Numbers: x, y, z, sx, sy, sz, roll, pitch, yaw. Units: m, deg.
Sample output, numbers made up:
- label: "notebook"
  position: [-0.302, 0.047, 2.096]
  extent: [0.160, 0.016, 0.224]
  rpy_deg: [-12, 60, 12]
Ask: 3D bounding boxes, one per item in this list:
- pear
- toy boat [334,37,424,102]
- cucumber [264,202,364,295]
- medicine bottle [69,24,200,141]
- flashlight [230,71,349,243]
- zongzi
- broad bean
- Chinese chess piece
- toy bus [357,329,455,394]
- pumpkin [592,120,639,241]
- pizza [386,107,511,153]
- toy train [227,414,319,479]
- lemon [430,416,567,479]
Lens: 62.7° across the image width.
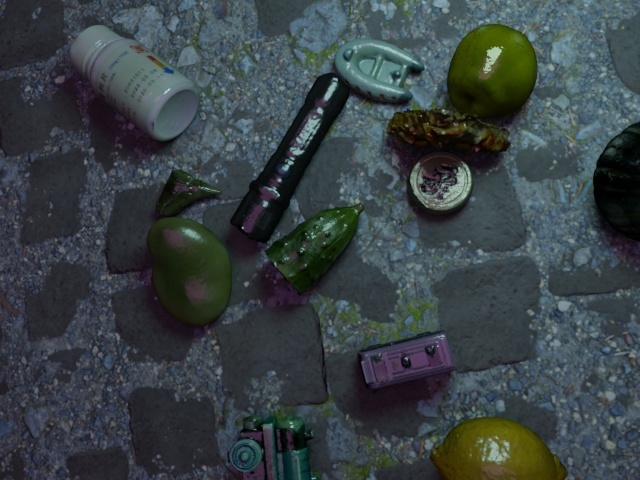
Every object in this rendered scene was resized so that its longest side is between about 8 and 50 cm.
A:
- label: "pear"
  position: [0.366, -0.357, 1.114]
  extent: [0.198, 0.198, 0.198]
  rpy_deg: [-1, 83, 9]
- label: "toy boat"
  position: [0.130, -0.400, 1.214]
  extent: [0.208, 0.079, 0.134]
  rpy_deg: [24, 90, 10]
- label: "cucumber"
  position: [-0.001, -0.001, 1.164]
  extent: [0.244, 0.134, 0.134]
  rpy_deg: [-39, 78, 0]
- label: "medicine bottle"
  position: [-0.446, -0.382, 1.258]
  extent: [0.293, 0.170, 0.170]
  rpy_deg: [39, 90, 11]
- label: "flashlight"
  position: [-0.063, -0.190, 1.211]
  extent: [0.103, 0.103, 0.423]
  rpy_deg: [30, 88, 12]
- label: "zongzi"
  position: [-0.326, -0.080, 1.263]
  extent: [0.131, 0.062, 0.154]
  rpy_deg: [27, 94, 0]
- label: "broad bean"
  position: [-0.299, 0.068, 1.217]
  extent: [0.189, 0.121, 0.262]
  rpy_deg: [-14, 96, 2]
- label: "Chinese chess piece"
  position: [0.265, -0.128, 1.165]
  extent: [0.144, 0.058, 0.144]
  rpy_deg: [-1, 83, 10]
- label: "toy bus"
  position: [0.178, 0.254, 1.104]
  extent: [0.199, 0.108, 0.096]
  rpy_deg: [-15, 80, 7]
- label: "pumpkin"
  position: [0.668, -0.115, 1.024]
  extent: [0.250, 0.216, 0.249]
  rpy_deg: [-2, 113, -4]
- label: "pizza"
  position: [0.288, -0.219, 1.083]
  extent: [0.252, 0.287, 0.073]
  rpy_deg: [6, 101, -10]
- label: "toy train"
  position: [-0.088, 0.522, 1.115]
  extent: [0.194, 0.120, 0.297]
  rpy_deg: [-7, 82, 1]
- label: "lemon"
  position: [0.341, 0.438, 1.014]
  extent: [0.257, 0.188, 0.188]
  rpy_deg: [6, 84, 8]
